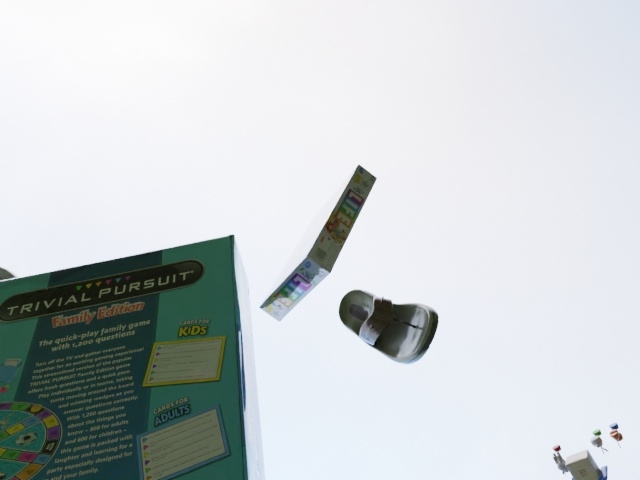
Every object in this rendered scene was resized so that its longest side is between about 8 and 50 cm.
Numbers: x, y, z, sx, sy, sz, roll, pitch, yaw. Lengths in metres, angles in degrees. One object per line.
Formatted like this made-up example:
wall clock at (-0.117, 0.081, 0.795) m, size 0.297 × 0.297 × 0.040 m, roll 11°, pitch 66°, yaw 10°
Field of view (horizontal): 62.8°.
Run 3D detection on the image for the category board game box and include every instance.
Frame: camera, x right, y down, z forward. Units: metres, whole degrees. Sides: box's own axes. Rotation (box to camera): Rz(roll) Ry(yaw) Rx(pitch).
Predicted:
board game box at (-0.176, 0.155, 0.415) m, size 0.253 × 0.079 × 0.336 m, roll -11°, pitch -137°, yaw -2°
board game box at (0.000, 0.000, 0.540) m, size 0.026 × 0.103 × 0.154 m, roll 36°, pitch -135°, yaw -7°

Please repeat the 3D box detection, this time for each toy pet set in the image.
toy pet set at (0.461, 0.378, 0.886) m, size 0.065 × 0.122 × 0.114 m, roll 60°, pitch -154°, yaw 12°

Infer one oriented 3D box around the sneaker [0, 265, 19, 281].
sneaker at (-0.445, 0.138, 0.805) m, size 0.090 × 0.094 × 0.235 m, roll -31°, pitch -74°, yaw -27°

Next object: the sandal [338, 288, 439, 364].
sandal at (0.112, 0.161, 1.040) m, size 0.086 × 0.302 × 0.120 m, roll 26°, pitch -100°, yaw -31°
